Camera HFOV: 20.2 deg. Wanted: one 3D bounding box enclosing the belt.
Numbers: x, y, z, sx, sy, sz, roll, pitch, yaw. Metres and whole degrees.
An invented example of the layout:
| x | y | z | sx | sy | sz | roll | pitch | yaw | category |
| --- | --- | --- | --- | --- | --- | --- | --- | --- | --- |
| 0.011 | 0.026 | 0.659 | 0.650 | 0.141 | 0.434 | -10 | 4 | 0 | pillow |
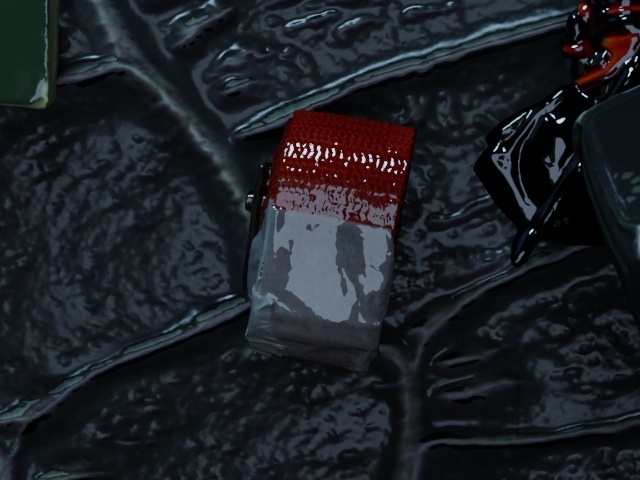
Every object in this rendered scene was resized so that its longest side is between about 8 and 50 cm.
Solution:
| x | y | z | sx | sy | sz | roll | pitch | yaw | category |
| --- | --- | --- | --- | --- | --- | --- | --- | --- | --- |
| 0.000 | 0.000 | 1.386 | 0.124 | 0.128 | 0.200 | 11 | 107 | 3 | belt |

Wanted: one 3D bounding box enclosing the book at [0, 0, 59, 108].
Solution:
| x | y | z | sx | sy | sz | roll | pitch | yaw | category |
| --- | --- | --- | --- | --- | --- | --- | --- | --- | --- |
| -0.324 | -0.294 | 1.388 | 0.260 | 0.043 | 0.370 | 6 | 104 | 6 | book |

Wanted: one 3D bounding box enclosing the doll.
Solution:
| x | y | z | sx | sy | sz | roll | pitch | yaw | category |
| --- | --- | --- | --- | --- | --- | --- | --- | --- | --- |
| 0.210 | -0.089 | 1.371 | 0.127 | 0.088 | 0.248 | 28 | 97 | 21 | doll |

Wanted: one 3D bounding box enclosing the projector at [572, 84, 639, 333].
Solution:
| x | y | z | sx | sy | sz | roll | pitch | yaw | category |
| --- | --- | --- | --- | --- | --- | --- | --- | --- | --- |
| 0.429 | 0.038 | 1.272 | 0.395 | 0.242 | 0.405 | -24 | 116 | 9 | projector |
